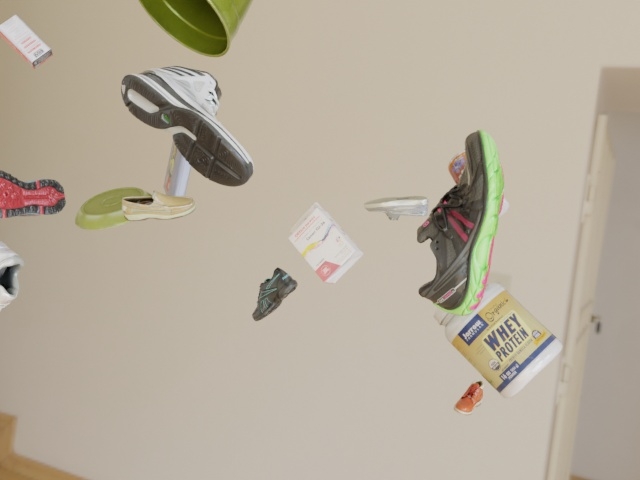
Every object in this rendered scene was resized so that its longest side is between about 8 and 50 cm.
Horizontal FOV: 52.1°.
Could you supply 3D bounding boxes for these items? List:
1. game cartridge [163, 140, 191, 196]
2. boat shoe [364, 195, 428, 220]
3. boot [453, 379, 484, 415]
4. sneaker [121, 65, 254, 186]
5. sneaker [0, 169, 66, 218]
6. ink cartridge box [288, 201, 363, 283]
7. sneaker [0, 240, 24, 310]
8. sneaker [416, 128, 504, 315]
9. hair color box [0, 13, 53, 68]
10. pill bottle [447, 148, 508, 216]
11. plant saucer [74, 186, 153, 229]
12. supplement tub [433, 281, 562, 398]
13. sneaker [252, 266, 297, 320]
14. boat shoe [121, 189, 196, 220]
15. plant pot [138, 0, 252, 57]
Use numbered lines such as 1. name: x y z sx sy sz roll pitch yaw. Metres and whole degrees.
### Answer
1. game cartridge: -0.484 -0.248 2.225 0.060 0.196 0.294 15 8 -20
2. boat shoe: 0.266 -0.107 2.292 0.227 0.081 0.079 -2 15 15
3. boot: 0.469 0.491 2.056 0.059 0.085 0.157 23 22 29
4. sneaker: -0.311 -0.353 1.831 0.447 0.169 0.257 40 45 9
5. sneaker: -0.695 -0.086 1.433 0.125 0.104 0.261 -9 -8 24
6. ink cartridge box: 0.000 0.000 1.673 0.198 0.115 0.067 49 13 23
7. sneaker: -0.708 0.122 1.396 0.115 0.232 0.090 20 0 26
8. sneaker: 0.353 -0.051 1.680 0.202 0.484 0.185 11 4 16
9. hair color box: -0.841 -0.566 1.863 0.141 0.072 0.043 45 -19 0
10. pill bottle: 0.485 -0.170 1.998 0.121 0.216 0.121 -15 -34 -10
11. plant saucer: -0.613 -0.104 1.940 0.240 0.037 0.241 -8 27 4
12. supplement tub: 0.503 0.268 1.885 0.316 0.228 0.228 46 17 20
13. sneaker: -0.191 0.208 2.511 0.106 0.267 0.101 48 32 8
14. boat shoe: -0.423 -0.097 1.709 0.189 0.072 0.068 -9 37 -8
15. plant pot: -0.341 -0.837 2.048 0.366 0.353 0.366 29 -19 11
